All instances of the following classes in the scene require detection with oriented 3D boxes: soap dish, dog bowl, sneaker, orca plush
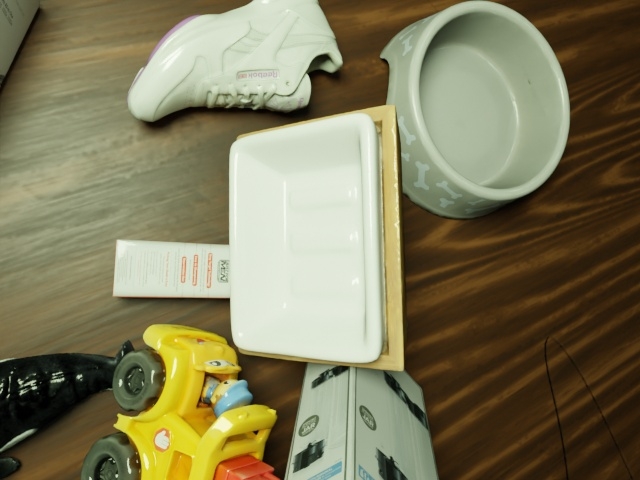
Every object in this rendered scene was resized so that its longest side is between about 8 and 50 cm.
[{"bbox_3d":[0.000,0.000,0.559,0.118,0.228,0.291,4,84,-59],"label":"soap dish"},{"bbox_3d":[0.251,-0.212,0.722,0.348,0.102,0.349,1,87,-21],"label":"dog bowl"},{"bbox_3d":[-0.097,-0.222,0.584,0.305,0.114,0.152,-36,99,-18],"label":"sneaker"},{"bbox_3d":[-0.344,0.197,0.480,0.286,0.102,0.151,-1,88,-21],"label":"orca plush"}]

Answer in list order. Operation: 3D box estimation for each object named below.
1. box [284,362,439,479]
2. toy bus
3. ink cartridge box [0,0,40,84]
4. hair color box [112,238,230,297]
[{"bbox_3d":[0.056,0.236,0.531,0.087,0.290,0.169,-38,102,17],"label":"box"},{"bbox_3d":[-0.121,0.221,0.486,0.149,0.211,0.221,30,72,-58],"label":"toy bus"},{"bbox_3d":[-0.455,-0.198,0.445,0.211,0.121,0.290,23,80,-18],"label":"ink cartridge box"},{"bbox_3d":[-0.188,0.037,0.577,0.141,0.043,0.072,4,86,-19],"label":"hair color box"}]
